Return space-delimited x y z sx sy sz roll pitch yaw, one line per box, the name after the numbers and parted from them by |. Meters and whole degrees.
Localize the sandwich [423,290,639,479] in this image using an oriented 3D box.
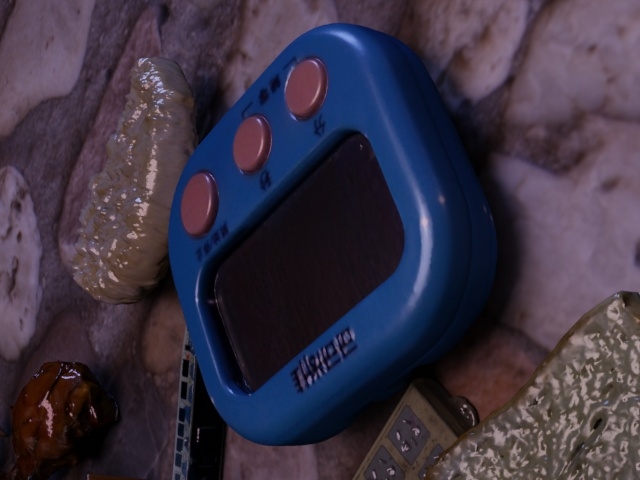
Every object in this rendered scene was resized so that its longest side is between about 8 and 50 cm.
0.225 0.197 0.855 0.249 0.095 0.273 -51 51 28 | sandwich

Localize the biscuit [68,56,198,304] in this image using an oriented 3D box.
-0.187 -0.034 1.317 0.281 0.084 0.179 -65 31 29 | biscuit

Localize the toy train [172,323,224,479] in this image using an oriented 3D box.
-0.119 0.148 1.279 0.047 0.043 0.208 7 93 52 | toy train

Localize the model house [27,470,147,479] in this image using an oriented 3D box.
-0.235 0.335 1.360 0.207 0.135 0.219 81 176 -51 | model house

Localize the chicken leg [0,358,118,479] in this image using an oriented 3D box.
-0.340 0.259 1.495 0.113 0.093 0.304 52 129 23 | chicken leg

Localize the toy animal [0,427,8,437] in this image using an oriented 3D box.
-0.496 0.286 1.594 0.089 0.188 0.179 17 65 52 | toy animal

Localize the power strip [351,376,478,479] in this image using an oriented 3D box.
0.055 0.241 1.083 0.092 0.034 0.268 49 122 38 | power strip

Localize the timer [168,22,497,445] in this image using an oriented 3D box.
0.000 0.000 1.102 0.340 0.115 0.309 -43 55 38 | timer
